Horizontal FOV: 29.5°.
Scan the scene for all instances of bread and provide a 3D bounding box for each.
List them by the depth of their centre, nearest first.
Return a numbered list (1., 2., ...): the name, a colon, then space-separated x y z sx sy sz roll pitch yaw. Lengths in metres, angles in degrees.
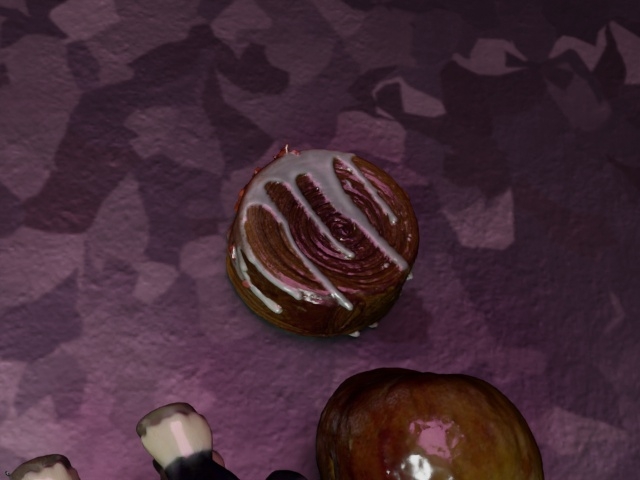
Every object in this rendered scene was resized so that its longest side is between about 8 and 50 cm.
1. bread: 0.000 0.000 0.997 0.160 0.073 0.160 5 61 -9

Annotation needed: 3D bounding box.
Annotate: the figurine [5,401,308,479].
1. figurine: -0.066 0.295 0.751 0.412 0.241 0.306 34 51 19

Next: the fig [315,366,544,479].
1. fig: 0.100 0.215 0.868 0.146 0.170 0.274 -21 87 -26
